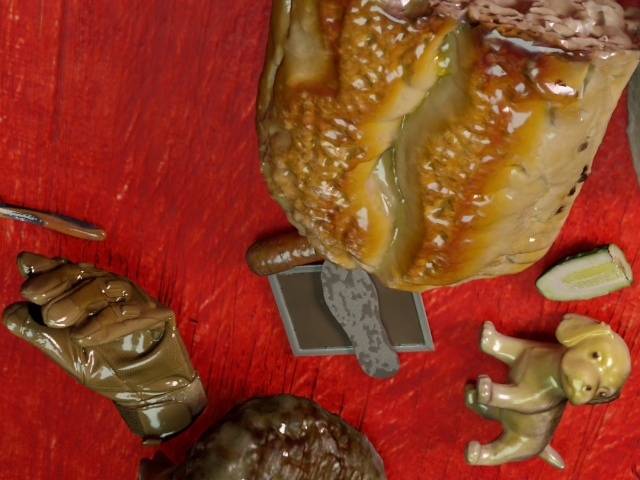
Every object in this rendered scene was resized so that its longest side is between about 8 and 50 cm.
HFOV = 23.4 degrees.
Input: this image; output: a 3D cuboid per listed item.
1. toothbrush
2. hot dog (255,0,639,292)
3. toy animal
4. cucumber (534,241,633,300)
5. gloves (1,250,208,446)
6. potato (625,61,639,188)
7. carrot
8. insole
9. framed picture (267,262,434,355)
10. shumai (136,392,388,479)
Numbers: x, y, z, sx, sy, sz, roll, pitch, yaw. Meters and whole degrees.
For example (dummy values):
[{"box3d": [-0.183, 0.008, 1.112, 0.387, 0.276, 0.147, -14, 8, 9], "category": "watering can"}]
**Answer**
[{"box3d": [-0.415, -0.044, 1.876, 0.321, 0.031, 0.023, 16, 131, 4], "category": "toothbrush"}, {"box3d": [0.109, -0.119, 1.566, 0.367, 0.196, 0.365, 20, 128, 8], "category": "hot dog"}, {"box3d": [0.253, 0.179, 1.808, 0.168, 0.121, 0.233, 15, 134, -10], "category": "toy animal"}, {"box3d": [0.291, 0.033, 1.728, 0.107, 0.035, 0.067, -19, 131, 34], "category": "cucumber"}, {"box3d": [-0.261, 0.114, 1.889, 0.154, 0.141, 0.331, 10, 145, 43], "category": "gloves"}, {"box3d": [0.420, -0.155, 1.510, 0.189, 0.211, 0.264, -19, 168, -14], "category": "potato"}, {"box3d": [0.000, 0.000, 1.785, 0.191, 0.047, 0.047, -17, 121, 22], "category": "carrot"}, {"box3d": [0.048, 0.092, 1.849, 0.065, 0.006, 0.193, -10, 124, 22], "category": "insole"}, {"box3d": [0.037, 0.080, 1.855, 0.183, 0.011, 0.142, -4, 126, 18], "category": "framed picture"}, {"box3d": [-0.124, 0.372, 1.967, 0.348, 0.395, 0.395, -1, 130, 44], "category": "shumai"}]
